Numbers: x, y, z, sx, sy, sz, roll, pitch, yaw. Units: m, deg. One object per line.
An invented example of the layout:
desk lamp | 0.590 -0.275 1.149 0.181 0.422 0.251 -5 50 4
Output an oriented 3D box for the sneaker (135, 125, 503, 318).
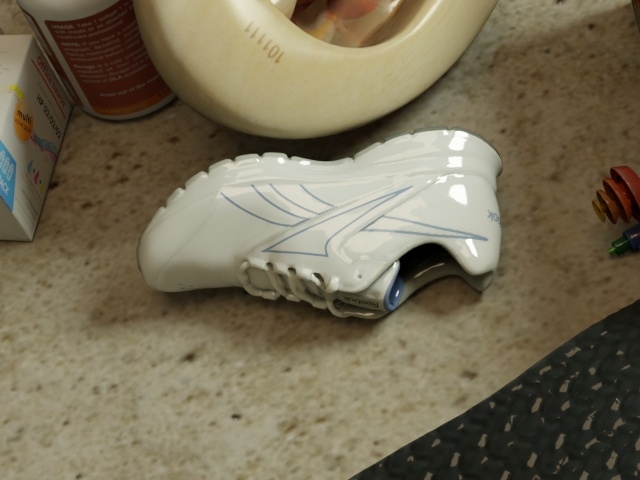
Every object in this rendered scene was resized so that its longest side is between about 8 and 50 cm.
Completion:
sneaker | 0.000 0.000 1.500 0.297 0.111 0.129 -12 61 9

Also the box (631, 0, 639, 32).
box | 0.331 -0.137 1.426 0.168 0.215 0.345 -12 54 8

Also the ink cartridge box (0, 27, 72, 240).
ink cartridge box | -0.266 -0.103 1.640 0.062 0.104 0.181 1 58 16

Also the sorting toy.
sorting toy | 0.238 -0.006 1.462 0.042 0.061 0.102 -29 73 -3

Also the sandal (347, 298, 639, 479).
sandal | 0.196 0.155 1.354 0.446 0.107 0.167 -26 54 13

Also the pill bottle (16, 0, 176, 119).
pill bottle | -0.189 -0.208 1.620 0.121 0.216 0.121 -7 56 11

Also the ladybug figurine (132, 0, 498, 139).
ladybug figurine | 0.004 -0.266 1.596 0.449 0.305 0.162 -53 16 -26
